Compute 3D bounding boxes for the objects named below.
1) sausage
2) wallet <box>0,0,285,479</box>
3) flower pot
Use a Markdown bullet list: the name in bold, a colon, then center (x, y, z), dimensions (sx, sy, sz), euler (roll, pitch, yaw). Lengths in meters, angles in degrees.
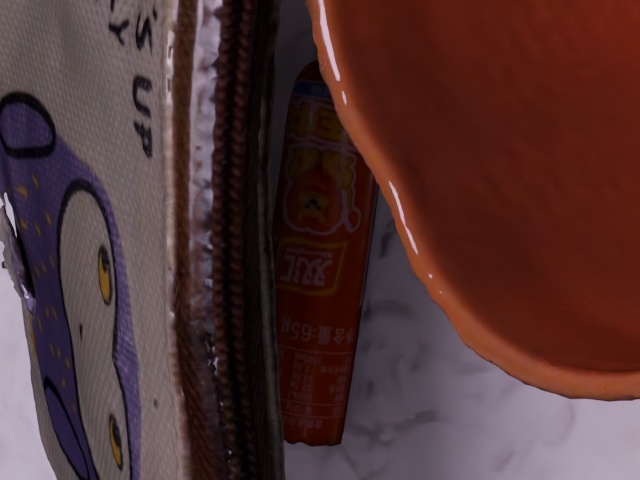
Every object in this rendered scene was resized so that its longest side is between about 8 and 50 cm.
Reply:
- **sausage**: center (0.000, 0.000, 0.624), dimensions (0.034, 0.034, 0.129), euler (15, 101, 36)
- **wallet**: center (-0.059, -0.031, 0.566), dimensions (0.275, 0.068, 0.335), euler (-138, 45, -70)
- **flower pot**: center (0.121, -0.063, 0.430), dimensions (0.190, 0.173, 0.190), euler (9, 102, 50)
